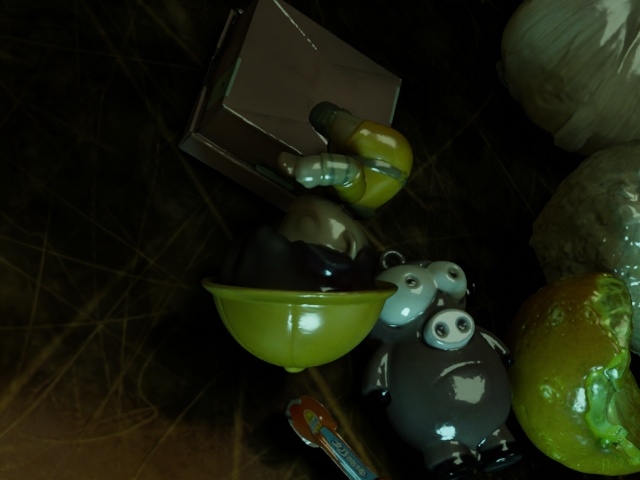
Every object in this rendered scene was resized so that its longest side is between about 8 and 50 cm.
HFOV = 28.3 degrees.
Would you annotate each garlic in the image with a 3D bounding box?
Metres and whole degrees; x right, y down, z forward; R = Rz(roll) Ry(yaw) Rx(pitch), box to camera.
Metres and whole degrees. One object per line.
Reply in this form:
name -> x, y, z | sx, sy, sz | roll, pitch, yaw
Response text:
garlic -> 0.398, -0.253, 1.739 | 0.322, 0.241, 0.322 | 7, 80, -40

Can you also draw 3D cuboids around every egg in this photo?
egg -> 0.411, 0.009, 1.526 | 0.310, 0.279, 0.279 | 22, 50, -11

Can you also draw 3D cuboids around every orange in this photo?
orange -> 0.283, 0.153, 1.393 | 0.179, 0.158, 0.237 | -89, 159, -47

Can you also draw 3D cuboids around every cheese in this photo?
cheese -> 0.057, 0.249, 1.241 | 0.256, 0.037, 0.106 | 49, 18, 2

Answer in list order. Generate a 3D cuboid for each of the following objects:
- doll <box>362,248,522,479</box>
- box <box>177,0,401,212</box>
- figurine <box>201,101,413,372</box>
doll -> 0.114, 0.123, 1.323 | 0.182, 0.117, 0.257 | -10, 72, -23
box -> -0.027, -0.145, 1.412 | 0.215, 0.086, 0.215 | 31, 47, -18
figurine -> 0.004, 0.003, 1.239 | 0.167, 0.192, 0.257 | 31, 85, -2
